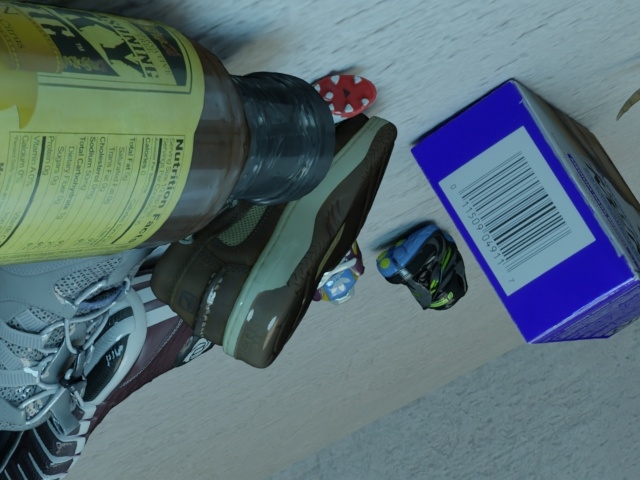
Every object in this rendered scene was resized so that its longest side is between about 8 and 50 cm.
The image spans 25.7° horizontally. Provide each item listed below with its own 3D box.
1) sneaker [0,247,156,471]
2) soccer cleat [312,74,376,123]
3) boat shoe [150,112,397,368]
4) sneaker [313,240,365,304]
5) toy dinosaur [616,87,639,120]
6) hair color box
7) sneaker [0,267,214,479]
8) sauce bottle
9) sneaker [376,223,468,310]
[{"bbox_3d":[-0.166,0.061,0.877,0.105,0.115,0.281,-15,161,-44],"label":"sneaker"},{"bbox_3d":[-0.006,-0.081,0.873,0.083,0.029,0.035,-22,175,-12],"label":"soccer cleat"},{"bbox_3d":[-0.026,-0.025,0.872,0.257,0.095,0.095,-54,166,-59],"label":"boat shoe"},{"bbox_3d":[0.000,0.000,1.060,0.069,0.084,0.185,-29,167,3],"label":"sneaker"},{"bbox_3d":[0.337,-0.169,1.205,0.211,0.064,0.112,-40,147,11],"label":"toy dinosaur"},{"bbox_3d":[0.211,-0.014,1.218,0.110,0.185,0.339,-33,167,15],"label":"hair color box"},{"bbox_3d":[-0.165,0.108,1.097,0.162,0.106,0.281,-19,164,-45],"label":"sneaker"},{"bbox_3d":[-0.108,-0.046,0.612,0.111,0.111,0.344,-35,167,26],"label":"sauce bottle"},{"bbox_3d":[0.113,0.031,1.425,0.067,0.078,0.188,-32,166,15],"label":"sneaker"}]
